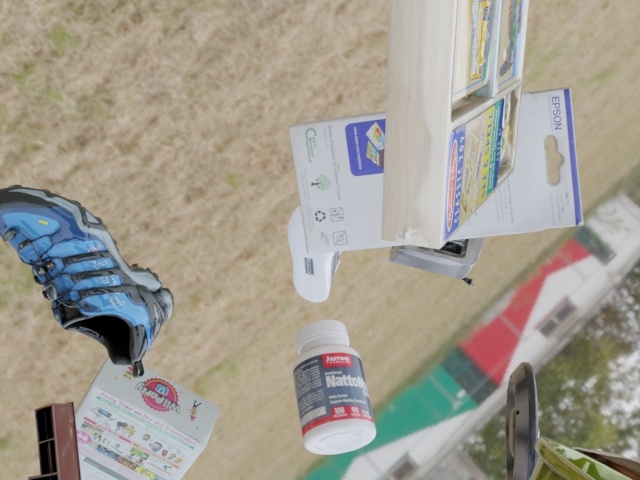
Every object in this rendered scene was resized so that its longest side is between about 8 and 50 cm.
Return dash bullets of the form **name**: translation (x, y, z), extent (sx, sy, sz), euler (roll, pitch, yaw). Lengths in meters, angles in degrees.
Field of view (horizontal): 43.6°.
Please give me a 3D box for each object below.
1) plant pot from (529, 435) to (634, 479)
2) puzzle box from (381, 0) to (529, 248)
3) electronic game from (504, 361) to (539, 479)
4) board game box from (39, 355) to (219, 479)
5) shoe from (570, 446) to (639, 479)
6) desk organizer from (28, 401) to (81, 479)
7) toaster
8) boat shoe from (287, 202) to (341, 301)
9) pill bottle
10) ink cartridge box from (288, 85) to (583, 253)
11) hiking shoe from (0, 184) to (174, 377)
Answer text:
- **plant pot**: translation (0.234, 0.385, 0.545), extent (0.353, 0.366, 0.366), euler (-61, 166, -2)
- **puzzle box**: translation (0.126, -0.225, 0.656), extent (0.272, 0.052, 0.409), euler (-35, 130, -58)
- **electronic game**: translation (0.331, 0.314, 1.302), extent (0.229, 0.048, 0.229), euler (2, 90, -82)
- **board game box**: translation (-0.352, 0.368, 1.462), extent (0.303, 0.224, 0.097), euler (-52, -169, 35)
- **shoe**: translation (0.451, 0.357, 1.149), extent (0.076, 0.219, 0.058), euler (-48, 129, -21)
- **desk organizer**: translation (-0.333, 0.270, 0.996), extent (0.047, 0.130, 0.050), euler (-13, 166, 10)
- **toaster**: translation (0.235, -0.023, 1.542), extent (0.110, 0.185, 0.168), euler (101, 3, -74)
- **boat shoe**: translation (0.000, 0.000, 1.667), extent (0.301, 0.108, 0.102), euler (89, 20, -47)
- **pill bottle**: translation (0.014, 0.215, 1.192), extent (0.107, 0.180, 0.108), euler (-8, 147, -5)
- **ink cartridge box**: translation (0.136, -0.082, 0.963), extent (0.332, 0.166, 0.065), euler (-5, -170, 15)
- **hiking shoe**: translation (-0.327, 0.048, 1.073), extent (0.113, 0.304, 0.132), euler (-33, -152, 32)
